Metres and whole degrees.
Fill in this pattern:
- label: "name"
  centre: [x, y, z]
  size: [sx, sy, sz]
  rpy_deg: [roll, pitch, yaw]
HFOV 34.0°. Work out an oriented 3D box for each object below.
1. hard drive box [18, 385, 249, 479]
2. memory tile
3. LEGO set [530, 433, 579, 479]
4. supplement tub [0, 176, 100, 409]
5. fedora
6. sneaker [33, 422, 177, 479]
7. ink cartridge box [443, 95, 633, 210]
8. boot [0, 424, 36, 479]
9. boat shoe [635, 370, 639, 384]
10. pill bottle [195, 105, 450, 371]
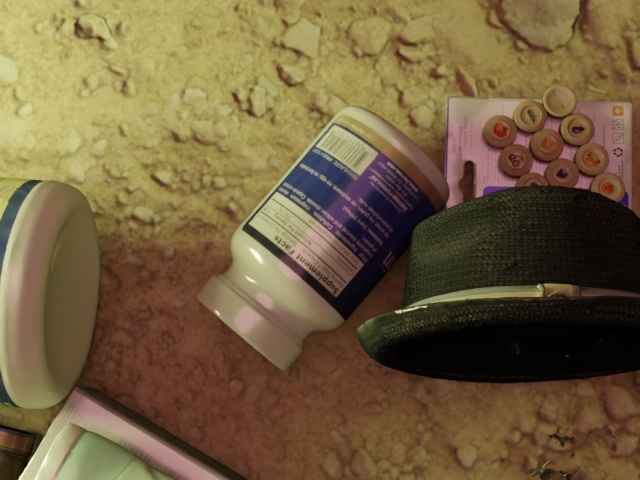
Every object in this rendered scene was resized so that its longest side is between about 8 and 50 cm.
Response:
- label: "hard drive box"
  centre: [-0.198, 0.289, 1.103]
  size: [0.232, 0.089, 0.181]
  rpy_deg: [30, 83, 8]
- label: "memory tile"
  centre: [0.253, -0.087, 1.137]
  size: [0.113, 0.012, 0.148]
  rpy_deg: [-26, 79, -2]
- label: "LEGO set"
  centre: [0.254, 0.250, 1.124]
  size: [0.054, 0.023, 0.083]
  rpy_deg: [26, 70, 5]
- label: "supplement tub"
  centre: [-0.413, 0.045, 1.082]
  size: [0.325, 0.235, 0.235]
  rpy_deg: [4, 81, 4]
- label: "fedora"
  centre: [0.203, 0.041, 1.029]
  size: [0.334, 0.334, 0.152]
  rpy_deg: [0, 70, 3]
- label: "sneaker"
  centre: [-0.231, 0.323, 1.007]
  size: [0.151, 0.094, 0.256]
  rpy_deg: [23, 83, 4]
- label: "ink cartridge box"
  centre: [0.238, -0.056, 1.161]
  size: [0.208, 0.045, 0.206]
  rpy_deg: [3, 81, 2]
- label: "boot"
  centre: [-0.427, 0.237, 1.128]
  size: [0.219, 0.082, 0.106]
  rpy_deg: [11, 79, 3]
- label: "boat shoe"
  centre: [0.401, 0.162, 1.114]
  size: [0.135, 0.050, 0.045]
  rpy_deg: [10, 76, 4]
- label: "pill bottle"
  centre: [0.000, 0.000, 1.110]
  size: [0.153, 0.153, 0.264]
  rpy_deg: [40, 85, 8]
